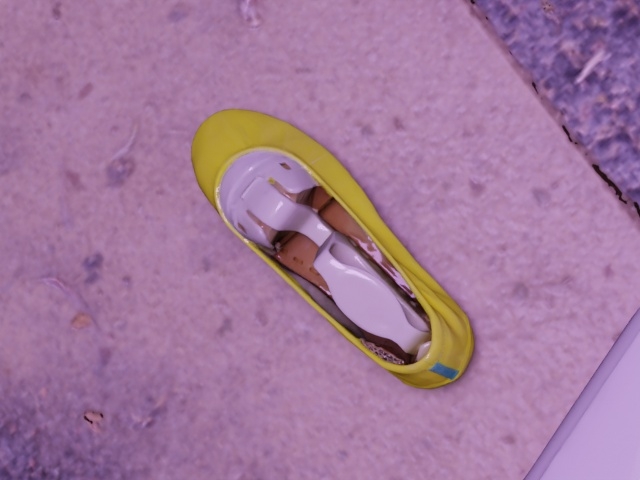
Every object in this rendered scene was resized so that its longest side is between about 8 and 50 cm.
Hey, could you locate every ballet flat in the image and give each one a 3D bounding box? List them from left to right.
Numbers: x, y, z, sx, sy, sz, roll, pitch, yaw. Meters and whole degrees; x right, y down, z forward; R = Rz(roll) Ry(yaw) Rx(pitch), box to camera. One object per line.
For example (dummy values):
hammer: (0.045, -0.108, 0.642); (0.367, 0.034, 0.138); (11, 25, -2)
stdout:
ballet flat: (0.000, 0.000, 1.119); (0.231, 0.077, 0.077); (45, 103, 15)

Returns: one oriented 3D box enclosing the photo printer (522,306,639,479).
photo printer: (0.236, 0.172, 1.016); (0.256, 0.107, 0.307); (36, 100, 17)
